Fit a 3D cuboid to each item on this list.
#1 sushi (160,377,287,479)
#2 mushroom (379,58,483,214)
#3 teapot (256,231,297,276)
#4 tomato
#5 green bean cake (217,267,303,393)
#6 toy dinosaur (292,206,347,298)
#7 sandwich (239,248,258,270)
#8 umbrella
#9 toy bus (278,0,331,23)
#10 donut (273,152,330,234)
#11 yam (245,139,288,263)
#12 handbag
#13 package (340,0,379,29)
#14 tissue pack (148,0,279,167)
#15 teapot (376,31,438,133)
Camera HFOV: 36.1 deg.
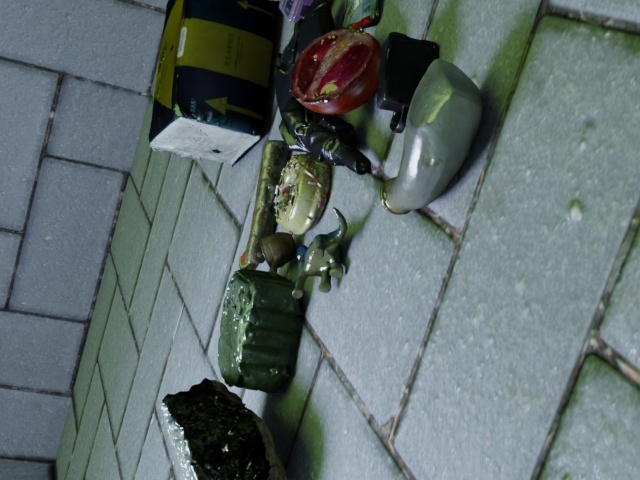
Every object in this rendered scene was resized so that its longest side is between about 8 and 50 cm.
[{"bbox_3d":[-0.178,0.386,1.810,0.350,0.170,0.211,-148,40,-66],"label":"sushi"},{"bbox_3d":[0.154,-0.124,1.425,0.118,0.103,0.270,-100,25,-44],"label":"mushroom"},{"bbox_3d":[-0.084,0.037,1.961,0.110,0.080,0.085,-104,-7,-54],"label":"teapot"},{"bbox_3d":[0.041,-0.292,1.767,0.173,0.099,0.189,-53,38,-6],"label":"tomato"},{"bbox_3d":[-0.125,0.180,1.940,0.222,0.124,0.227,-157,74,-69],"label":"green bean cake"},{"bbox_3d":[0.000,0.000,1.793,0.188,0.075,0.248,-93,19,-50],"label":"toy dinosaur"},{"bbox_3d":[-0.156,0.038,2.215,0.101,0.026,0.069,-54,28,41],"label":"sandwich"},{"bbox_3d":[0.013,-0.185,1.809,0.340,0.118,0.118,48,123,59],"label":"umbrella"},{"bbox_3d":[-0.014,-0.555,2.072,0.108,0.096,0.199,-111,37,-48],"label":"toy bus"},{"bbox_3d":[-0.041,-0.096,1.938,0.174,0.068,0.175,-169,90,-69],"label":"donut"},{"bbox_3d":[-0.117,-0.082,2.133,0.061,0.061,0.274,-176,96,-68],"label":"yam"},{"bbox_3d":[-0.028,-0.357,2.016,0.254,0.088,0.211,-58,35,39],"label":"handbag"},{"bbox_3d":[0.084,-0.515,1.884,0.166,0.040,0.232,-177,97,-68],"label":"package"},{"bbox_3d":[-0.260,-0.420,2.405,0.264,0.253,0.417,154,124,-64],"label":"tissue pack"},{"bbox_3d":[0.128,-0.253,1.576,0.096,0.087,0.177,142,136,-65],"label":"teapot"}]
